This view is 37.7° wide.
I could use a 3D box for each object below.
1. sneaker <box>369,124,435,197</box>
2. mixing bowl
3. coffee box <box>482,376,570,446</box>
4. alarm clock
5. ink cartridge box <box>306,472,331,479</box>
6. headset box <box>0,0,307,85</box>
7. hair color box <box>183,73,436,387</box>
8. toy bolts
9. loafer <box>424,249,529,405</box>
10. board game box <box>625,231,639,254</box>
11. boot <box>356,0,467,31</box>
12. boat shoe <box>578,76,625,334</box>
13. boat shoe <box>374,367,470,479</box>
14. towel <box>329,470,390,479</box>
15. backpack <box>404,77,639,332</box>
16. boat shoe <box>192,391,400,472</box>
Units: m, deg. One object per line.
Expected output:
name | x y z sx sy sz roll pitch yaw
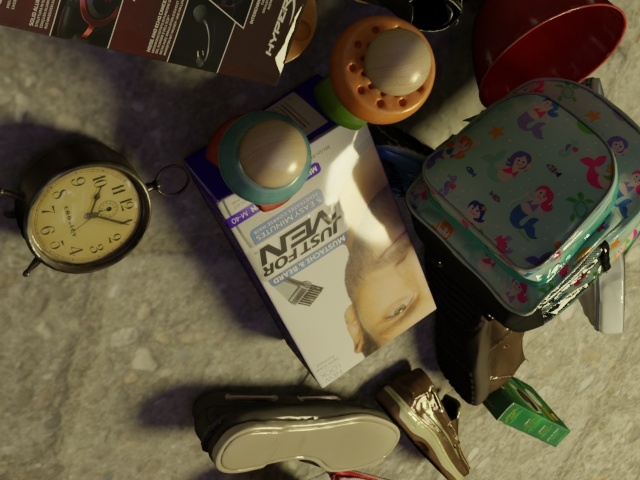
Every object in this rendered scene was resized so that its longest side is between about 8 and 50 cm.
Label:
sneaker | 0.106 -0.083 1.137 0.162 0.063 0.073 25 110 -41
mixing bowl | 0.241 -0.239 1.065 0.181 0.098 0.181 -21 157 -10
coffee box | 0.305 0.254 1.468 0.184 0.113 0.040 29 106 -43
alarm clock | -0.224 -0.040 0.959 0.192 0.064 0.129 -17 129 -18
ink cartridge box | -0.038 0.390 1.338 0.109 0.063 0.150 -20 162 -17
headset box | -0.184 -0.235 0.740 0.293 0.218 0.110 7 116 -35
hair color box | 0.000 0.000 1.100 0.185 0.110 0.339 -34 135 -8
toy bolts | -0.026 -0.146 0.871 0.218 0.158 0.228 38 84 -10
loafer | 0.230 0.076 1.294 0.130 0.134 0.366 -27 142 -17
board game box | 0.422 -0.046 1.385 0.186 0.026 0.126 16 112 -39
boot | 0.133 -0.255 0.979 0.198 0.137 0.077 -14 128 -25
boat shoe | 0.316 -0.031 1.247 0.156 0.136 0.367 -5 121 22
boat shoe | 0.182 0.283 1.426 0.095 0.095 0.257 -43 133 -6
towel | 0.014 0.488 1.509 0.199 0.031 0.275 26 105 -42
backpack | 0.244 -0.056 1.049 0.253 0.225 0.191 -38 156 -8
boat shoe | -0.026 0.251 1.286 0.335 0.095 0.112 11 118 -42
